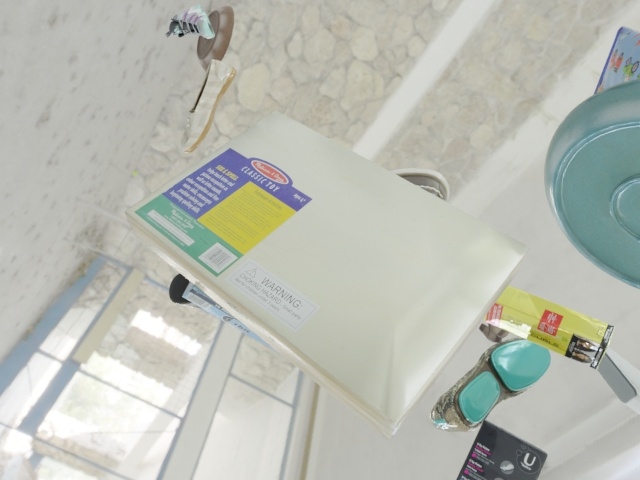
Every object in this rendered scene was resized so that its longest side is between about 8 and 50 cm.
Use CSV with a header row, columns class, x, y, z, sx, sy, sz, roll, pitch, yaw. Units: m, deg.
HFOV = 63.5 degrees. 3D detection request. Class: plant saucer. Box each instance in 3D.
class,x,y,z,sx,sy,sz,roll,pitch,yaw
plant saucer,0.420,-0.044,0.641,0.044,0.317,0.317,-39,-177,-26
plant saucer,-0.314,-0.592,1.504,0.199,0.036,0.198,-21,-118,48

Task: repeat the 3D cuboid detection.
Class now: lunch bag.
class,x,y,z,sx,sy,sz,roll,pitch,yaw
lunch bag,0.543,-0.199,0.922,0.221,0.138,0.293,-71,-178,-58

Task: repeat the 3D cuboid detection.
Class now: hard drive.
class,x,y,z,sx,sy,sz,roll,pitch,yaw
hard drive,0.828,0.392,1.325,0.047,0.353,0.233,-49,-158,20

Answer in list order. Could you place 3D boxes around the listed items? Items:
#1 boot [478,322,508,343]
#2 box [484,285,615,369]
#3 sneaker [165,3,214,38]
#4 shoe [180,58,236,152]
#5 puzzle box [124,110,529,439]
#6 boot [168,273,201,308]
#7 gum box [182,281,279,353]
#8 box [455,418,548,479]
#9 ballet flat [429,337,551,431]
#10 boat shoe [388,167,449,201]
class,x,y,z,sx,sy,sz,roll,pitch,yaw
boot,0.575,0.273,1.679,0.118,0.087,0.042,-61,154,7
box,0.458,0.169,1.051,0.058,0.232,0.087,-47,147,-31
sneaker,-0.201,-0.321,0.781,0.069,0.038,0.098,-23,-140,-7
shoe,-0.265,-0.300,1.156,0.219,0.058,0.076,-59,-146,9
puzzle box,0.000,0.000,0.625,0.272,0.409,0.052,-42,151,-28
boot,-0.146,0.116,1.040,0.263,0.229,0.091,1,-108,29
gum box,-0.078,0.037,0.715,0.041,0.157,0.184,-32,-151,50
box,0.360,0.548,1.105,0.270,0.143,0.165,-59,153,-14
ballet flat,0.494,0.425,1.550,0.483,0.164,0.182,-20,166,-37
boat shoe,0.044,-0.016,0.810,0.324,0.116,0.096,-18,-155,23
